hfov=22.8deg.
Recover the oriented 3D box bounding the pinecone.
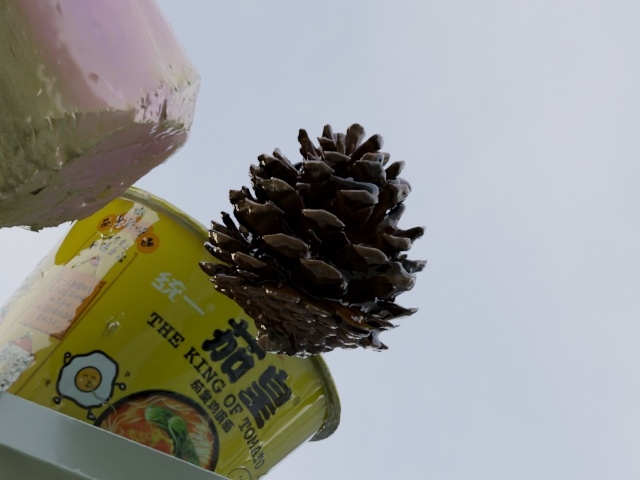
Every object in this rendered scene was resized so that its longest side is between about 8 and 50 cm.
[{"bbox_3d":[0.000,0.000,1.108,0.173,0.174,0.174,8,-51,10],"label":"pinecone"}]

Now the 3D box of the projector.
[{"bbox_3d":[-0.186,0.236,1.195,0.259,0.079,0.257,25,-43,-17],"label":"projector"}]

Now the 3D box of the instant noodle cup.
[{"bbox_3d":[-0.182,0.147,1.423,0.325,0.254,0.326,35,-26,20],"label":"instant noodle cup"}]

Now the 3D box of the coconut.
[{"bbox_3d":[-0.229,-0.143,1.201,0.233,0.233,0.245,-39,-104,36],"label":"coconut"}]
